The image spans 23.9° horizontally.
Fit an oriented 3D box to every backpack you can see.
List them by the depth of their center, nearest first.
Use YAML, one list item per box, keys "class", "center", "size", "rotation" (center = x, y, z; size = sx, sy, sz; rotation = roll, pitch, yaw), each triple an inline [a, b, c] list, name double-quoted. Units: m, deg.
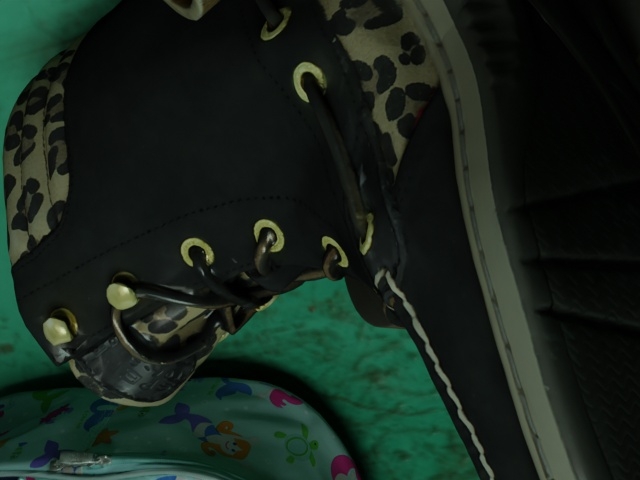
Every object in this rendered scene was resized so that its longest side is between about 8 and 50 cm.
- class: "backpack"
  center: [-0.096, 0.198, 0.890]
  size: [0.253, 0.191, 0.225]
  rotation: [-10, 115, 15]

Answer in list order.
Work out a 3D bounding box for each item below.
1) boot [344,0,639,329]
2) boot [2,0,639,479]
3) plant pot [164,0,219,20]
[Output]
- class: "boot"
  center: [0.129, -0.077, 0.699]
  size: [0.115, 0.112, 0.305]
  rotation: [9, 130, -33]
- class: "boot"
  center: [0.000, 0.000, 0.643]
  size: [0.138, 0.377, 0.284]
  rotation: [2, 152, -47]
- class: "plant pot"
  center: [-0.004, -0.239, 0.494]
  size: [0.254, 0.237, 0.237]
  rotation: [-34, 117, -6]
